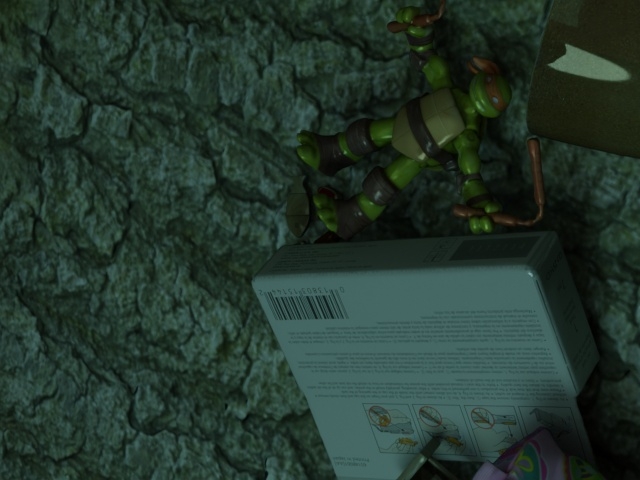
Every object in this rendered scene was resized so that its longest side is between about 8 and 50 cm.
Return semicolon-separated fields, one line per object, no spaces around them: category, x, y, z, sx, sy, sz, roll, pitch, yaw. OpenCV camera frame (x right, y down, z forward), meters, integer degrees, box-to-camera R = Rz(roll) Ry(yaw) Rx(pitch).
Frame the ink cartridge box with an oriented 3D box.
ink cartridge box;0.110;0.122;1.399;0.296;0.066;0.261;-3;121;36

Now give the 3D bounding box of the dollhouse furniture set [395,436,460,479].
dollhouse furniture set;0.113;0.301;1.360;0.183;0.129;0.129;41;118;9

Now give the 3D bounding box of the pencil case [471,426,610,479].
pencil case;0.247;0.276;1.264;0.284;0.124;0.124;40;118;12

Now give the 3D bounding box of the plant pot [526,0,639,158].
plant pot;0.317;-0.146;1.137;0.254;0.237;0.237;22;110;15

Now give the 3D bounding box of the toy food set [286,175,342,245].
toy food set;0.000;0.000;1.488;0.078;0.019;0.122;9;94;34

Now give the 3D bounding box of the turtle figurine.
turtle figurine;0.086;-0.107;1.367;0.217;0.087;0.269;-28;77;26
